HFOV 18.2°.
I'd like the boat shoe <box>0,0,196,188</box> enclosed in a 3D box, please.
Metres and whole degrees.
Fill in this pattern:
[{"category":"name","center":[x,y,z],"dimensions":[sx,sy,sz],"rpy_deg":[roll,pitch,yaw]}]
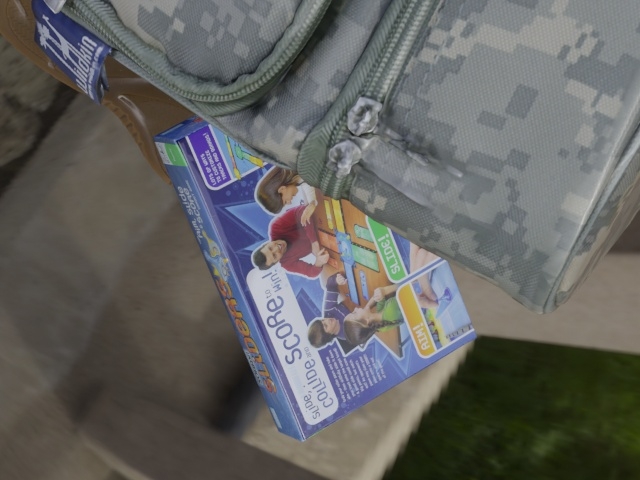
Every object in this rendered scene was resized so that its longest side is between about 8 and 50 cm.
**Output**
[{"category":"boat shoe","center":[-0.104,-0.121,1.420],"dimensions":[0.104,0.089,0.285],"rpy_deg":[-34,117,31]}]

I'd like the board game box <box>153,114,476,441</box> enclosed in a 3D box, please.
[{"category":"board game box","center":[0.000,0.000,1.196],"dimensions":[0.136,0.035,0.201],"rpy_deg":[-28,108,-22]}]

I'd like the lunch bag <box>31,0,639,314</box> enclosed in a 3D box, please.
[{"category":"lunch bag","center":[0.052,-0.159,0.714],"dimensions":[0.256,0.212,0.305],"rpy_deg":[32,114,11]}]
